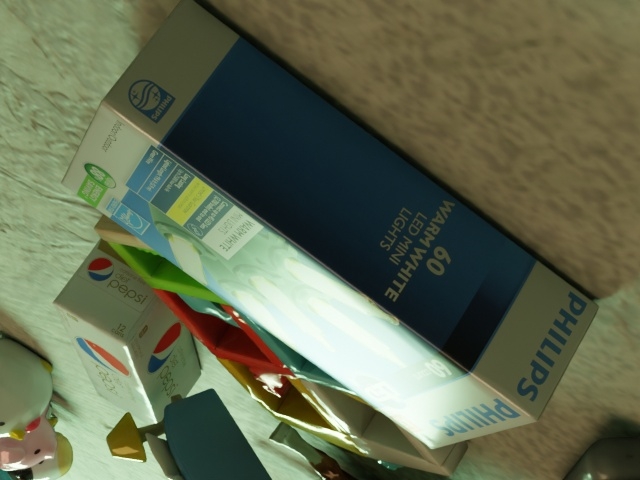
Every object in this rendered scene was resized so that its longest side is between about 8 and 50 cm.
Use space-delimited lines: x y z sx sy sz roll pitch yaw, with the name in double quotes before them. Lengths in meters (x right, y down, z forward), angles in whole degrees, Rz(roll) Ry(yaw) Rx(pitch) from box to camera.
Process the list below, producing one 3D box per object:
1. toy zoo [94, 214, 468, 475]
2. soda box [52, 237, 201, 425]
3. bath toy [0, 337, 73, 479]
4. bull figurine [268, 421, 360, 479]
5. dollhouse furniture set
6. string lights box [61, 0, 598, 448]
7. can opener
"toy zoo" -0.015 0.084 0.939 0.192 0.030 0.293 10 148 45
"soda box" -0.156 0.084 1.084 0.074 0.069 0.216 28 158 14
"bath toy" -0.386 0.235 1.638 0.151 0.129 0.348 32 157 5
"bull figurine" -0.010 0.288 1.245 0.188 0.101 0.310 36 147 1
"dollhouse furniture set" -0.111 0.326 1.045 0.303 0.198 0.286 52 154 45
"string lights box" 0.000 0.000 0.684 0.260 0.076 0.133 36 157 -6
"can opener" 0.188 0.196 0.862 0.093 0.074 0.280 -4 155 1
